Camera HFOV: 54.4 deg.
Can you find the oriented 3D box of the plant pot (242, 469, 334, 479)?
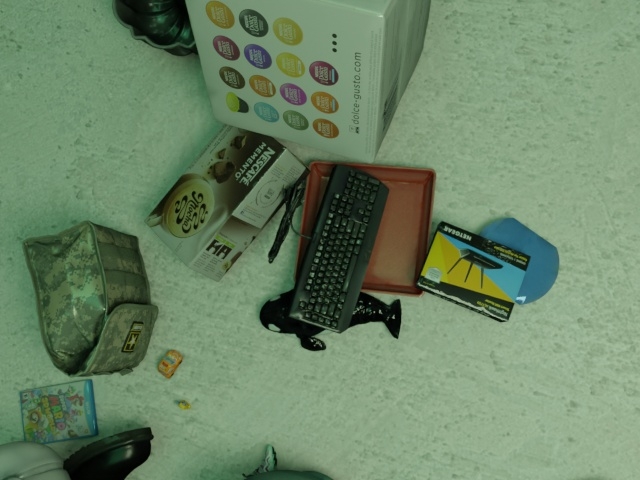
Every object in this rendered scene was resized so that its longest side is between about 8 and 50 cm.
[{"bbox_3d":[-0.049,0.533,1.108,0.293,0.196,0.292,5,101,29],"label":"plant pot"}]

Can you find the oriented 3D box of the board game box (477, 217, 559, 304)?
[{"bbox_3d":[0.373,0.039,1.205,0.169,0.033,0.133,36,85,7],"label":"board game box"}]

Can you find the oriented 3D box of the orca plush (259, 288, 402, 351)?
[{"bbox_3d":[0.013,0.150,1.217,0.287,0.102,0.151,13,86,11],"label":"orca plush"}]

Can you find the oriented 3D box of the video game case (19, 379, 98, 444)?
[{"bbox_3d":[-0.563,0.371,1.336,0.166,0.015,0.119,-11,81,8],"label":"video game case"}]

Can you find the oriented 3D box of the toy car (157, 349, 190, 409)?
[{"bbox_3d":[-0.294,0.288,1.286,0.060,0.040,0.122,-39,78,3],"label":"toy car"}]

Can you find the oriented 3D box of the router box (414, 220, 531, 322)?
[{"bbox_3d":[0.283,0.059,1.161,0.179,0.046,0.133,22,80,4],"label":"router box"}]

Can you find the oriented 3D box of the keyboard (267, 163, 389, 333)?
[{"bbox_3d":[0.000,0.000,1.185,0.202,0.033,0.317,17,75,1],"label":"keyboard"}]

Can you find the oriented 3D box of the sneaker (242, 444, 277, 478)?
[{"bbox_3d":[-0.122,0.458,1.235,0.069,0.038,0.098,-3,82,9],"label":"sneaker"}]

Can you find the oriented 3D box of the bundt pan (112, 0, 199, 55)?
[{"bbox_3d":[-0.281,-0.546,1.345,0.331,0.124,0.330,-1,84,10],"label":"bundt pan"}]

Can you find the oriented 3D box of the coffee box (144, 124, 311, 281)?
[{"bbox_3d":[-0.186,-0.090,1.254,0.168,0.119,0.297,41,92,30],"label":"coffee box"}]

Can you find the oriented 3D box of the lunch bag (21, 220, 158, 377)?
[{"bbox_3d":[-0.436,0.127,1.231,0.169,0.235,0.286,-16,80,5],"label":"lunch bag"}]

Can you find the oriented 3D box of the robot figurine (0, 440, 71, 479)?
[{"bbox_3d":[-0.522,0.507,1.091,0.200,0.300,0.353,-18,66,-38],"label":"robot figurine"}]

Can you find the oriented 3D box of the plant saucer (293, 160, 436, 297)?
[{"bbox_3d":[0.091,-0.023,1.245,0.259,0.048,0.258,5,79,11],"label":"plant saucer"}]

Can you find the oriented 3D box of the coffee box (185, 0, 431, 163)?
[{"bbox_3d":[-0.002,-0.401,1.113,0.335,0.337,0.338,18,60,12],"label":"coffee box"}]

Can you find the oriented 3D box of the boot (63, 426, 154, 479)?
[{"bbox_3d":[-0.426,0.550,1.227,0.348,0.131,0.260,-36,71,15],"label":"boot"}]
